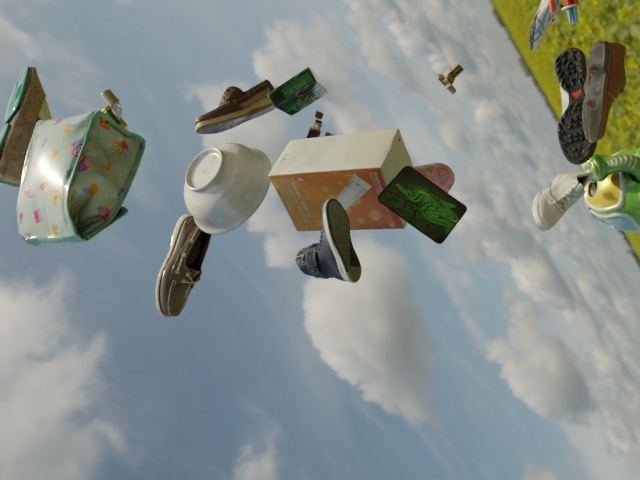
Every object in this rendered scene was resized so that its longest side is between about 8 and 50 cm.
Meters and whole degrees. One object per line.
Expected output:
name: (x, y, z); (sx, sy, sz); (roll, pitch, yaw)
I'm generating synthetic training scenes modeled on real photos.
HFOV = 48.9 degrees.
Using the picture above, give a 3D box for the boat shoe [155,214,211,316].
boat shoe: (-0.414, 0.082, 2.162); (0.116, 0.096, 0.325); (30, -107, -59)

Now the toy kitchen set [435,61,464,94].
toy kitchen set: (0.419, -0.530, 2.256); (0.068, 0.075, 0.083); (35, -154, -31)

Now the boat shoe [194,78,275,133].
boat shoe: (-0.290, -0.459, 2.374); (0.342, 0.123, 0.123); (-28, -90, -28)

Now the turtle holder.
turtle holder: (0.857, -0.133, 1.960); (0.320, 0.227, 0.243); (-13, -89, -50)

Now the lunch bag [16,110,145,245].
lunch bag: (-0.501, -0.112, 1.432); (0.160, 0.223, 0.262); (30, -114, -48)

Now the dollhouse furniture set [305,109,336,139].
dollhouse furniture set: (0.029, -0.324, 2.040); (0.114, 0.091, 0.081); (21, 168, -5)

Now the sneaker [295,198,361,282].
sneaker: (-0.001, 0.001, 1.756); (0.086, 0.163, 0.226); (-39, -57, -43)

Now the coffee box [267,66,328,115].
coffee box: (-0.048, -0.340, 1.625); (0.040, 0.113, 0.184); (59, -171, 1)

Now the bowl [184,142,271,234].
bowl: (-0.298, -0.176, 2.055); (0.134, 0.297, 0.298); (38, -151, -46)

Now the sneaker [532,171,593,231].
sneaker: (0.581, -0.105, 1.677); (0.080, 0.094, 0.212); (53, -125, -16)

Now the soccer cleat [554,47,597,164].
soccer cleat: (0.683, -0.343, 1.842); (0.116, 0.108, 0.318); (17, -114, -47)

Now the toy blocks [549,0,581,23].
toy blocks: (0.686, -0.685, 2.010); (0.123, 0.054, 0.148); (-175, 72, -67)

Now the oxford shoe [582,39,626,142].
oxford shoe: (0.607, -0.311, 1.488); (0.076, 0.076, 0.212); (-129, 41, -69)

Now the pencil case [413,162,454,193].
pencil case: (0.303, -0.182, 2.220); (0.284, 0.124, 0.124); (-11, -110, -47)

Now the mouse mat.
mouse mat: (0.247, -0.089, 1.695); (0.189, 0.007, 0.152); (37, -124, 8)

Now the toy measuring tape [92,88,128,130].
toy measuring tape: (-0.516, -0.261, 1.651); (0.121, 0.121, 0.330); (59, 166, -1)

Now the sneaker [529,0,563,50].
sneaker: (0.754, -0.748, 2.342); (0.086, 0.237, 0.085); (17, -164, 5)

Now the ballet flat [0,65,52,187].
ballet flat: (-0.677, -0.255, 1.617); (0.106, 0.107, 0.316); (29, -124, -35)

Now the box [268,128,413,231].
box: (0.069, -0.158, 1.930); (0.215, 0.345, 0.168); (63, -141, -36)
